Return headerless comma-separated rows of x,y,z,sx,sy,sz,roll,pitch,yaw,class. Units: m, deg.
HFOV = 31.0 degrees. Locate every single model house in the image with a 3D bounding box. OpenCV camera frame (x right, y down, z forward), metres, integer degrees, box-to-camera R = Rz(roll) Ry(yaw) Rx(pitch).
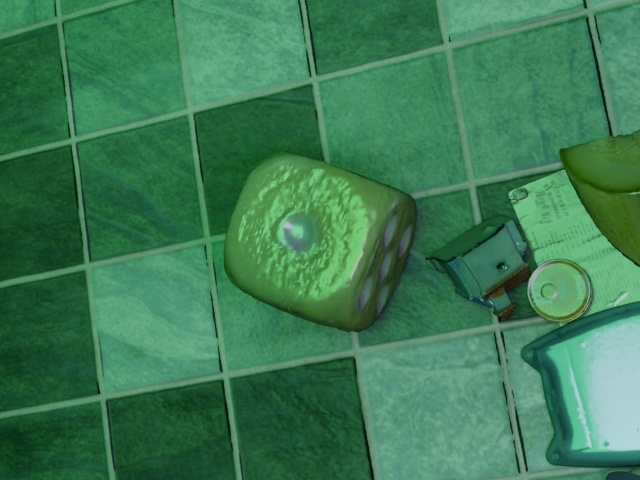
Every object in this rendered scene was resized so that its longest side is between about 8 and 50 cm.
0.281,0.056,1.915,0.148,0.119,0.149,-31,99,-11,model house

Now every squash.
0.532,-0.062,1.883,0.236,0.155,0.204,-13,41,16,squash

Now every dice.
0.000,0.000,1.926,0.251,0.249,0.255,22,90,20,dice

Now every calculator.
0.526,0.222,1.831,0.386,0.054,0.256,-14,79,12,calculator

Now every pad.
0.429,0.009,1.913,0.159,0.009,0.265,-23,77,13,pad

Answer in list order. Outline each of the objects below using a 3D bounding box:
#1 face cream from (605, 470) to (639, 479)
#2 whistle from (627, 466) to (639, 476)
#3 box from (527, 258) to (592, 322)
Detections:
0.441,0.546,1.779,0.135,0.086,0.386,12,103,19,face cream
0.525,0.359,1.782,0.104,0.057,0.198,20,110,15,whistle
0.393,0.083,1.894,0.105,0.037,0.106,-2,84,18,box
